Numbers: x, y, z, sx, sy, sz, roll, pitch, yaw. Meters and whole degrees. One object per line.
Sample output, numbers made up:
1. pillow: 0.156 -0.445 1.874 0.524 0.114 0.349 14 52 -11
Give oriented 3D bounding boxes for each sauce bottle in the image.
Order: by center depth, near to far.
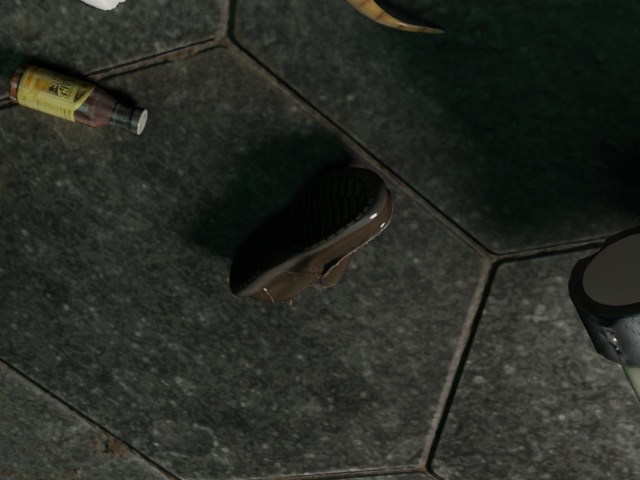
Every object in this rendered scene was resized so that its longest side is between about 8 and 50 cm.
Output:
1. sauce bottle: -0.228 -0.132 0.938 0.128 0.042 0.042 16 130 0

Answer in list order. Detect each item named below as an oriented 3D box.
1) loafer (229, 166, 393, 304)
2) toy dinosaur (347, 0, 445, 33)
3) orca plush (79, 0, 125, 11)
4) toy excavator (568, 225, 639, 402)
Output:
1. loafer: 0.000 0.000 0.961 0.078 0.080 0.220 24 144 -32
2. toy dinosaur: 0.005 -0.225 0.780 0.112 0.064 0.211 -14 122 24
3. orca plush: -0.231 -0.309 0.753 0.102 0.151 0.287 36 171 36
4. toy excavator: 0.477 0.014 0.702 0.445 0.433 0.222 5 134 50
